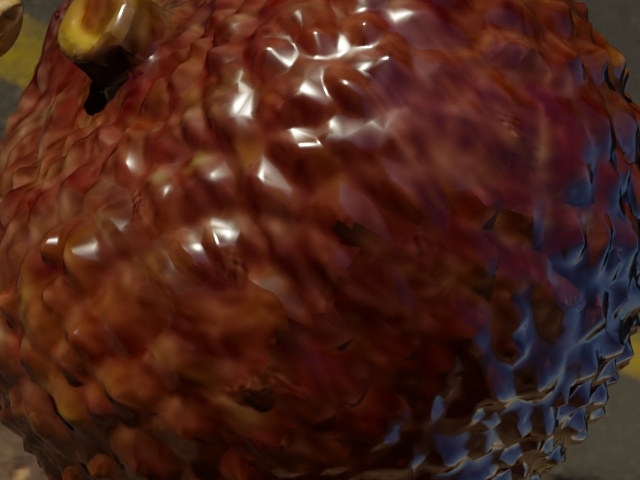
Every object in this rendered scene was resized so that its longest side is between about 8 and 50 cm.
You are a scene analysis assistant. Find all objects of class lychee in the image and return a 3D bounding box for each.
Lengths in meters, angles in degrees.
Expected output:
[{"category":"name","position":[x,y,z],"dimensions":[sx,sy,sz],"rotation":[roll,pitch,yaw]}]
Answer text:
[{"category":"lychee","position":[-0.002,-0.001,0.426],"dimensions":[0.194,0.194,0.194],"rotation":[14,72,-49]}]

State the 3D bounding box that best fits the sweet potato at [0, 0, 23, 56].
[{"category":"sweet potato","position":[-0.169,-0.066,0.498],"dimensions":[0.056,0.195,0.056],"rotation":[-3,94,-59]}]
